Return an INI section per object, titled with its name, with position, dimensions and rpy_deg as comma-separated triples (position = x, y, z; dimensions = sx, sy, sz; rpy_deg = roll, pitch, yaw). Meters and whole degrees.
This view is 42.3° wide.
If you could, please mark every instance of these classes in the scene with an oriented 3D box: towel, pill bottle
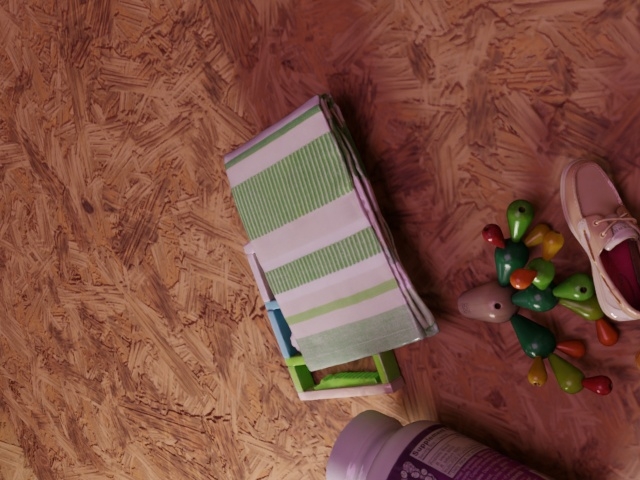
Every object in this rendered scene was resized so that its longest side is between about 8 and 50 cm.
[towel]
position = 0.000, 0.000, 1.076
dimensions = 0.248, 0.038, 0.324
rpy_deg = -24, 91, 47
[pill bottle]
position = 0.158, 0.322, 1.006
dimensions = 0.302, 0.169, 0.169
rpy_deg = 19, 119, 37

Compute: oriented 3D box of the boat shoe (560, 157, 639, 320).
[boat shoe]
position = 0.288, -0.003, 0.809
dimensions = 0.059, 0.063, 0.170
rpy_deg = 165, 84, -82

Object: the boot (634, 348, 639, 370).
[boot]
position = 0.435, 0.117, 0.720
dimensions = 0.295, 0.104, 0.211
rpy_deg = 36, 134, 34

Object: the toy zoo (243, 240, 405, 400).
[toy zoo]
position = -0.007, 0.080, 1.161
dimensions = 0.192, 0.030, 0.293
rpy_deg = -15, 96, 45

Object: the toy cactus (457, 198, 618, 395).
[toy cactus]
position = 0.219, 0.071, 0.905
dimensions = 0.180, 0.112, 0.219
rpy_deg = -16, 104, 55
